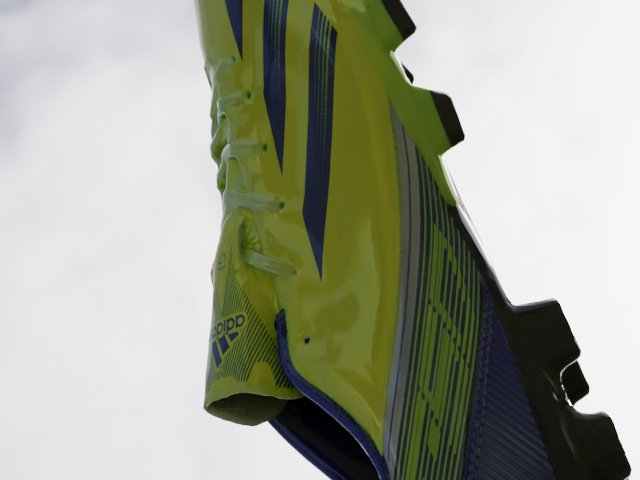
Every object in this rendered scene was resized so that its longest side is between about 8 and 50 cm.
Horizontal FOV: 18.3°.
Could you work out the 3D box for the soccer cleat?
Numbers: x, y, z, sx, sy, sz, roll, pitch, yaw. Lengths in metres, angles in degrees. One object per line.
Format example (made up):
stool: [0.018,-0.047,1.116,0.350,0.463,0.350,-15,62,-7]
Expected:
soccer cleat: [0.000,0.000,0.675,0.121,0.289,0.093,-26,-25,1]
